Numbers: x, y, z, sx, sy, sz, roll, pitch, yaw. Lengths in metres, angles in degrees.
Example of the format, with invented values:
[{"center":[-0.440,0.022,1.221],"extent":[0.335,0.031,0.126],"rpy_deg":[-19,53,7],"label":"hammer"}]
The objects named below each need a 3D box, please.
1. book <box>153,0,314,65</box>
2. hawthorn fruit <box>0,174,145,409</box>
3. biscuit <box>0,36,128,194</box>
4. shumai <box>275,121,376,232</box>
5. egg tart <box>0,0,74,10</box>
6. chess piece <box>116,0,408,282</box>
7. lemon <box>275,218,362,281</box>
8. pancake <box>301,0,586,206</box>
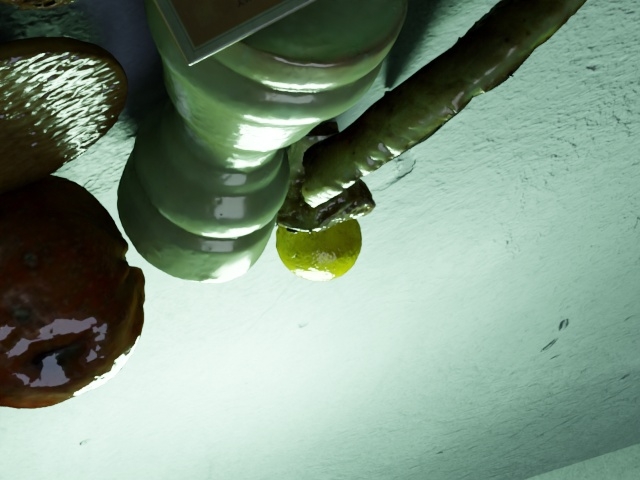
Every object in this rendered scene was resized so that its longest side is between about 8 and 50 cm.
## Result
[{"center":[-0.089,-0.286,1.109],"extent":[0.170,0.242,0.018],"rpy_deg":[-27,-172,3],"label":"book"},{"center":[-0.318,0.057,1.496],"extent":[0.261,0.258,0.258],"rpy_deg":[1,156,13],"label":"hawthorn fruit"},{"center":[-0.310,-0.115,1.327],"extent":[0.262,0.037,0.262],"rpy_deg":[-24,162,-8],"label":"biscuit"},{"center":[-0.003,-0.082,1.656],"extent":[0.145,0.145,0.116],"rpy_deg":[-10,131,-28],"label":"shumai"},{"center":[-0.242,-0.259,1.203],"extent":[0.128,0.049,0.129],"rpy_deg":[-21,147,-14],"label":"egg tart"},{"center":[-0.088,-0.139,1.376],"extent":[0.234,0.234,0.442],"rpy_deg":[-13,155,-24],"label":"chess piece"},{"center":[0.000,0.000,1.804],"extent":[0.133,0.109,0.109],"rpy_deg":[13,135,-38],"label":"lemon"},{"center":[0.154,-0.202,1.479],"extent":[0.426,0.067,0.305],"rpy_deg":[-36,-168,26],"label":"pancake"}]
